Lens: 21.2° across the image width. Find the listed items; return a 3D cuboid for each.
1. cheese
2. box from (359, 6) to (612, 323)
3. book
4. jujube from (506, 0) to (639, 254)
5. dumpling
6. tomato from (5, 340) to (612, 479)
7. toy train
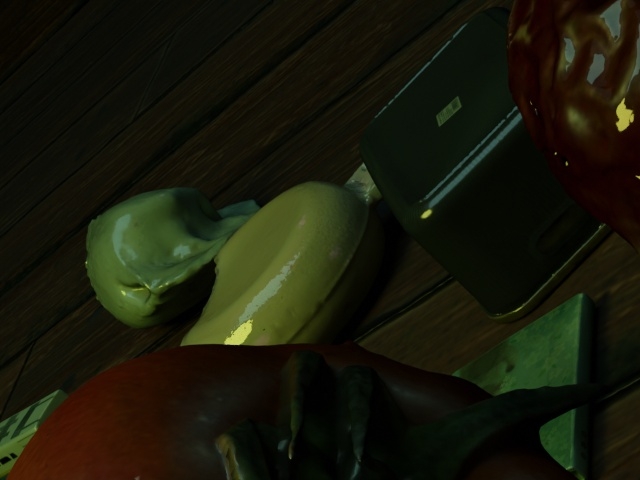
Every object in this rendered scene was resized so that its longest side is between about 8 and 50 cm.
[{"bbox_3d":[0.006,0.003,1.165,0.249,0.071,0.163,-42,20,17],"label":"cheese"},{"bbox_3d":[0.107,-0.055,1.026,0.144,0.090,0.201,-45,19,9],"label":"box"},{"bbox_3d":[0.096,0.095,0.876,0.103,0.017,0.135,-36,23,31],"label":"book"},{"bbox_3d":[0.184,-0.093,0.826,0.183,0.183,0.243,-41,30,22],"label":"jujube"},{"bbox_3d":[-0.131,-0.003,1.416,0.152,0.108,0.219,-52,22,-9],"label":"dumpling"},{"bbox_3d":[-0.005,0.154,0.634,0.256,0.256,0.224,-82,7,-57],"label":"tomato"},{"bbox_3d":[-0.274,0.192,1.447,0.234,0.051,0.052,-30,23,43],"label":"toy train"}]
